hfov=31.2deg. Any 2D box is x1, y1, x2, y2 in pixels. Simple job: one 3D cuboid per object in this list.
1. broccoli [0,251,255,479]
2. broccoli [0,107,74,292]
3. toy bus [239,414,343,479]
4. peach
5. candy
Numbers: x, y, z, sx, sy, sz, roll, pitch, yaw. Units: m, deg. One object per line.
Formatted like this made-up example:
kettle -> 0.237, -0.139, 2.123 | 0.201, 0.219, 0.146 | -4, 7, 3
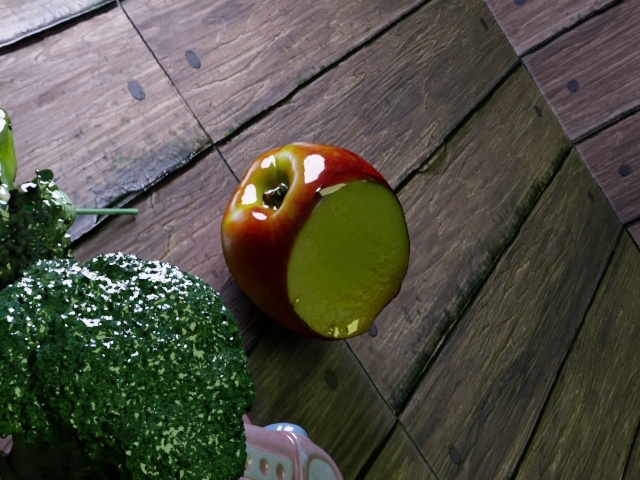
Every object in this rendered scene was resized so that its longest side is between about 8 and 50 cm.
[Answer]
broccoli -> -0.201, 0.145, 1.069 | 0.308, 0.275, 0.308 | 42, 15, -14
broccoli -> -0.386, -0.034, 1.209 | 0.198, 0.177, 0.275 | -18, 46, -25
toy bus -> -0.088, 0.296, 1.241 | 0.294, 0.197, 0.232 | 28, 55, -39
peach -> 0.000, 0.000, 1.588 | 0.275, 0.248, 0.245 | 55, 9, -33
candy -> -0.285, -0.036, 1.403 | 0.202, 0.061, 0.061 | -4, 69, -64
